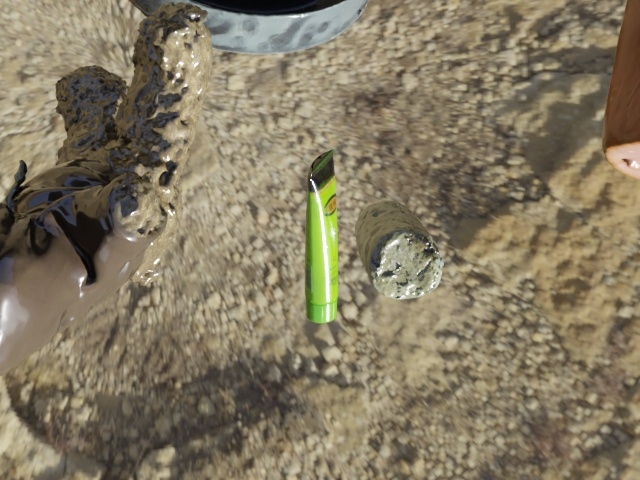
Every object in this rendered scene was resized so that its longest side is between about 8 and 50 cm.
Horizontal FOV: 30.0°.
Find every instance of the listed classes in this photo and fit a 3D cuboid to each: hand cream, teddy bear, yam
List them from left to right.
[{"bbox_3d":[-0.088,-0.007,0.435,0.078,0.119,0.160,51,45,-22],"label":"teddy bear"},{"bbox_3d":[0.000,0.000,0.806,0.023,0.036,0.122,12,122,21],"label":"hand cream"},{"bbox_3d":[0.076,0.007,1.216,0.078,0.179,0.078,-1,102,-3],"label":"yam"}]

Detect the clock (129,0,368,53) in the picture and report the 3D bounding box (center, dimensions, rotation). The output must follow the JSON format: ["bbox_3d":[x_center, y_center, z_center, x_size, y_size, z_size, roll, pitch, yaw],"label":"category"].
[{"bbox_3d":[-0.062,-0.240,0.965,0.226,0.226,0.049,4,140,-10],"label":"clock"}]

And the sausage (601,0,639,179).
[{"bbox_3d":[0.114,-0.077,0.350,0.039,0.041,0.131,29,67,-26],"label":"sausage"}]
